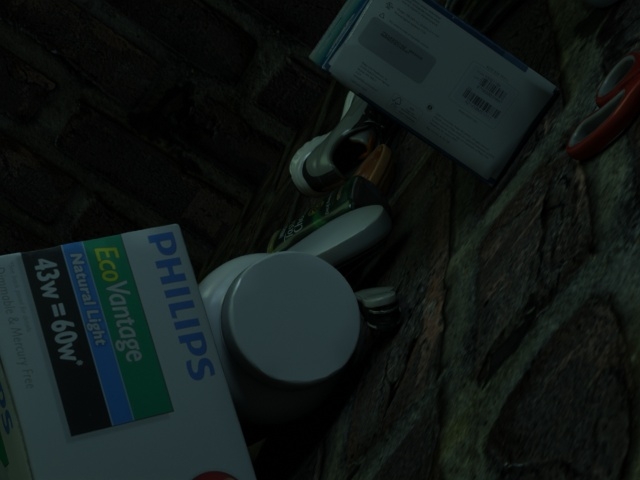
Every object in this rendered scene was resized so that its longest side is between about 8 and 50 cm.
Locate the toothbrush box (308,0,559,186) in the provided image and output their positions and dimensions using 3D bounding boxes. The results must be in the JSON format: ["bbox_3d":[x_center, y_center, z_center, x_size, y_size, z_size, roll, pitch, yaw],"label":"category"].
[{"bbox_3d":[0.112,-0.182,1.662,0.126,0.216,0.295,-55,7,4],"label":"toothbrush box"}]

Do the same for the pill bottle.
[{"bbox_3d":[-0.078,0.122,1.700,0.188,0.188,0.334,-60,9,-24],"label":"pill bottle"}]

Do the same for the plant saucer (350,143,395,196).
[{"bbox_3d":[0.048,-0.045,2.167,0.200,0.037,0.200,-56,7,10],"label":"plant saucer"}]

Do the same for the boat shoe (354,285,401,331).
[{"bbox_3d":[0.062,0.071,1.598,0.046,0.038,0.125,-13,5,-6],"label":"boat shoe"}]

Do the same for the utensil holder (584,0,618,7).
[{"bbox_3d":[0.221,-0.474,1.546,0.327,0.385,0.327,-56,7,11],"label":"utensil holder"}]

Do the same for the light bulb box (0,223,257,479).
[{"bbox_3d":[-0.251,0.217,1.605,0.225,0.357,0.361,-11,-16,-26],"label":"light bulb box"}]

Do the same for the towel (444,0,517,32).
[{"bbox_3d":[0.318,-0.482,2.088,0.374,0.090,0.320,-60,9,-25],"label":"towel"}]

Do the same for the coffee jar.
[{"bbox_3d":[0.000,0.000,1.964,0.184,0.079,0.096,-35,21,28],"label":"coffee jar"}]

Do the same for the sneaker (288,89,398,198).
[{"bbox_3d":[0.070,-0.167,2.326,0.108,0.100,0.271,-6,39,55],"label":"sneaker"}]

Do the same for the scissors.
[{"bbox_3d":[0.282,-0.146,1.203,0.109,0.021,0.297,-58,8,-25],"label":"scissors"}]

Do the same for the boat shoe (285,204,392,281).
[{"bbox_3d":[-0.009,0.060,1.875,0.301,0.102,0.108,-34,11,33],"label":"boat shoe"}]
